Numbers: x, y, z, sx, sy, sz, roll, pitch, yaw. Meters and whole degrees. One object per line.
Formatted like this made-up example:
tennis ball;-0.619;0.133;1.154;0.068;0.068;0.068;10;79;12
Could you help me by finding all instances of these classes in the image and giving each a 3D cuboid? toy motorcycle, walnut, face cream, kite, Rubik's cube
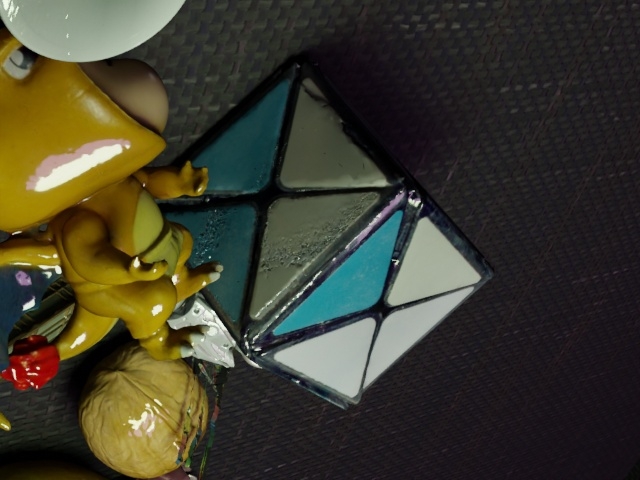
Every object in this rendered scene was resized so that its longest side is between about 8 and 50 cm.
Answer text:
toy motorcycle;-0.163;0.117;1.661;0.254;0.112;0.112;31;112;-20
walnut;-0.263;0.253;1.735;0.193;0.193;0.225;-26;142;-15
face cream;-0.239;-0.300;1.086;0.201;0.187;0.201;-23;144;-18
kite;-0.168;0.215;1.725;0.015;0.285;0.152;-3;152;23
Rubik's cube;0.000;0.000;1.545;0.305;0.307;0.310;-41;146;6

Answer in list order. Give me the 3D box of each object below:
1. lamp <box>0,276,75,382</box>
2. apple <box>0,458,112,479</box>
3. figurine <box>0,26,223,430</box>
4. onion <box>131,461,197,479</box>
lamp;-0.417;0.134;1.415;0.325;0.090;0.089;-40;162;-54
apple;-0.452;0.517;1.776;0.400;0.333;0.400;-42;159;-21
figurine;-0.278;-0.036;1.234;0.268;0.401;0.387;-15;118;32
onion;-0.277;0.484;2.013;0.201;0.200;0.207;-36;179;-1
